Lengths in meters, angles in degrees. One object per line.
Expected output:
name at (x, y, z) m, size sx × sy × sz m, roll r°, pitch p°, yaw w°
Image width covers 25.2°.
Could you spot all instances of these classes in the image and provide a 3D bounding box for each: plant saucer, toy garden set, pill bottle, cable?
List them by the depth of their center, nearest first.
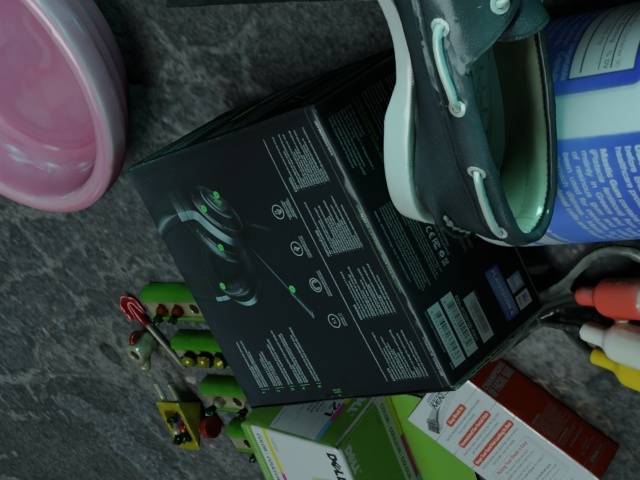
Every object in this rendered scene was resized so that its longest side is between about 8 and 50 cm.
pill bottle at (0.215, -0.077, 0.909) m, size 0.272 × 0.152 × 0.152 m, roll -4°, pitch 125°, yaw 46°
cable at (0.189, 0.060, 1.154) m, size 0.287 × 0.072 × 0.139 m, roll 1°, pitch 123°, yaw 45°
plant saucer at (-0.307, -0.180, 1.373) m, size 0.332 × 0.084 × 0.332 m, roll 26°, pitch 142°, yaw 23°
toy garden set at (-0.145, 0.157, 1.608) m, size 0.204 × 0.049 × 0.244 m, roll -1°, pitch 127°, yaw 45°

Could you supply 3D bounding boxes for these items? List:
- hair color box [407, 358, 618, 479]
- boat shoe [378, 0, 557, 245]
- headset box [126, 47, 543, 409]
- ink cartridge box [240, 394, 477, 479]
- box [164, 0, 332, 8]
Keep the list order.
hair color box at (0.173, 0.175, 1.299) m, size 0.167 × 0.053 × 0.093 m, roll 37°, pitch 134°, yaw 7°
boat shoe at (0.090, -0.131, 0.812) m, size 0.091 × 0.114 × 0.302 m, roll 21°, pitch 140°, yaw 34°
headset box at (0.000, 0.000, 1.188) m, size 0.283 × 0.131 × 0.246 m, roll -15°, pitch 106°, yaw 50°
ink cartridge box at (0.068, 0.245, 1.452) m, size 0.255 × 0.097 × 0.188 m, roll 9°, pitch 133°, yaw 39°
box at (0.032, -0.272, 0.819) m, size 0.243 × 0.076 × 0.307 m, roll -3°, pitch 143°, yaw -13°
